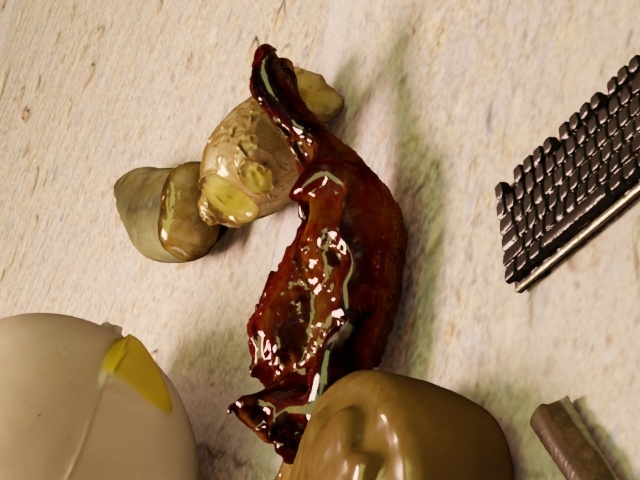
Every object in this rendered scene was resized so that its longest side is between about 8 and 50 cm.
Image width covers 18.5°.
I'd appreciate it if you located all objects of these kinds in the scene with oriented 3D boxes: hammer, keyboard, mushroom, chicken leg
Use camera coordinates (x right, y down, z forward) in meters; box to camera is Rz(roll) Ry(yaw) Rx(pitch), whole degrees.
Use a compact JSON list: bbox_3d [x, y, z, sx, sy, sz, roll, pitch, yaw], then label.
[{"bbox_3d":[0.193,0.183,1.231,0.125,0.027,0.297,-61,26,19],"label":"hammer"},{"bbox_3d":[0.211,-0.076,1.353,0.317,0.027,0.106,-47,36,49],"label":"keyboard"},{"bbox_3d":[-0.167,-0.029,2.128,0.333,0.087,0.107,3,75,71],"label":"mushroom"},{"bbox_3d":[0.000,0.000,1.674,0.158,0.096,0.407,-21,59,27],"label":"chicken leg"}]

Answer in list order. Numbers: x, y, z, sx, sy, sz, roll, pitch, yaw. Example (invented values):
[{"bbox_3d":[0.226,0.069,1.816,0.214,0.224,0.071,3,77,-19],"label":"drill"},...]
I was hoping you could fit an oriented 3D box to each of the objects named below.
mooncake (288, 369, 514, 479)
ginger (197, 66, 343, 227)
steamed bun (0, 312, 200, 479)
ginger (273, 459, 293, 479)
[{"bbox_3d":[0.043,0.200,1.459,0.235,0.117,0.235,-168,90,-67],"label":"mooncake"},{"bbox_3d":[-0.052,-0.086,1.873,0.157,0.102,0.216,-56,7,-29],"label":"ginger"},{"bbox_3d":[-0.274,0.232,1.916,0.374,0.334,0.334,-175,99,-70],"label":"steamed bun"},{"bbox_3d":[-0.015,0.191,1.689,0.137,0.044,0.057,-59,45,36],"label":"ginger"}]
